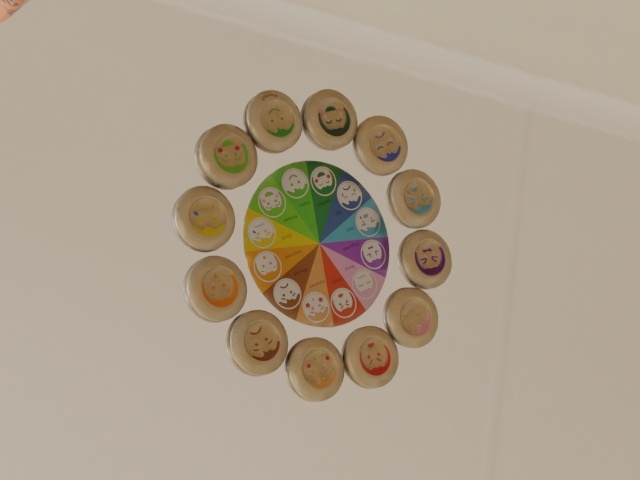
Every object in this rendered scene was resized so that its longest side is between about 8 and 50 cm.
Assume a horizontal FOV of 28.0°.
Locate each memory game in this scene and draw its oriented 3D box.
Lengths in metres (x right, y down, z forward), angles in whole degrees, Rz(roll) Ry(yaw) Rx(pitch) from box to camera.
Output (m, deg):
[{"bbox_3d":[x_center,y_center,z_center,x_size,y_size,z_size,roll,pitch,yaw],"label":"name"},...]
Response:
[{"bbox_3d":[0.000,0.000,0.738,0.186,0.012,0.186,7,-103,-31],"label":"memory game"}]

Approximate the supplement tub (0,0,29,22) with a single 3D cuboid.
[{"bbox_3d":[-0.082,-0.246,0.545,0.194,0.193,0.316,33,-117,13],"label":"supplement tub"}]
